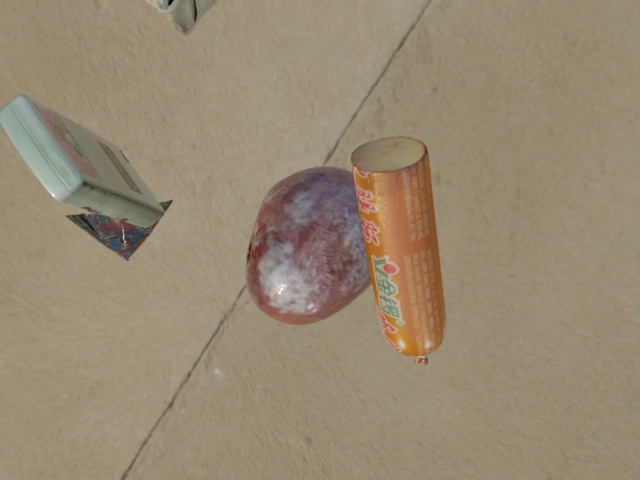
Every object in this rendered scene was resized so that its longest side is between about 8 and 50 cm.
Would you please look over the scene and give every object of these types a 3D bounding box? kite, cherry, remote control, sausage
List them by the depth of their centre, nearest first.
[{"bbox_3d":[0.105,0.031,0.988,0.093,0.093,0.312,-15,120,-8],"label":"sausage"},{"bbox_3d":[-0.316,-0.098,1.089,0.050,0.344,0.145,-37,82,2],"label":"remote control"},{"bbox_3d":[0.000,0.000,1.196,0.212,0.236,0.285,19,52,7],"label":"cherry"},{"bbox_3d":[-0.355,-0.037,1.404,0.190,0.010,0.159,-9,115,-18],"label":"kite"}]

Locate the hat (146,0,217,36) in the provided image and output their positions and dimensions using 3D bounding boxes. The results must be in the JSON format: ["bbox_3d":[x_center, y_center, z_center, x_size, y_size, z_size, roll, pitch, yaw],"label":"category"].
[{"bbox_3d":[-0.134,-0.309,0.668,0.219,0.164,0.226,43,111,21],"label":"hat"}]
